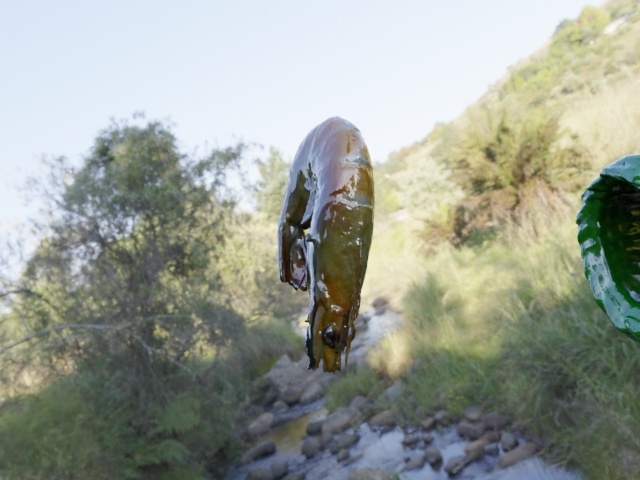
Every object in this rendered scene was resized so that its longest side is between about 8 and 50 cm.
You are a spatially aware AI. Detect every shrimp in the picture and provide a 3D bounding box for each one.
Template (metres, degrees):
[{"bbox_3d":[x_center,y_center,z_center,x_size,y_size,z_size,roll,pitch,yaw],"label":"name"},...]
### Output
[{"bbox_3d":[0.000,0.000,0.605,0.068,0.248,0.150,12,-26,-26],"label":"shrimp"}]

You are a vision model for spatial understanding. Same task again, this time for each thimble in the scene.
[{"bbox_3d":[0.232,0.003,0.411,0.090,0.118,0.130,-4,36,-14],"label":"thimble"}]
